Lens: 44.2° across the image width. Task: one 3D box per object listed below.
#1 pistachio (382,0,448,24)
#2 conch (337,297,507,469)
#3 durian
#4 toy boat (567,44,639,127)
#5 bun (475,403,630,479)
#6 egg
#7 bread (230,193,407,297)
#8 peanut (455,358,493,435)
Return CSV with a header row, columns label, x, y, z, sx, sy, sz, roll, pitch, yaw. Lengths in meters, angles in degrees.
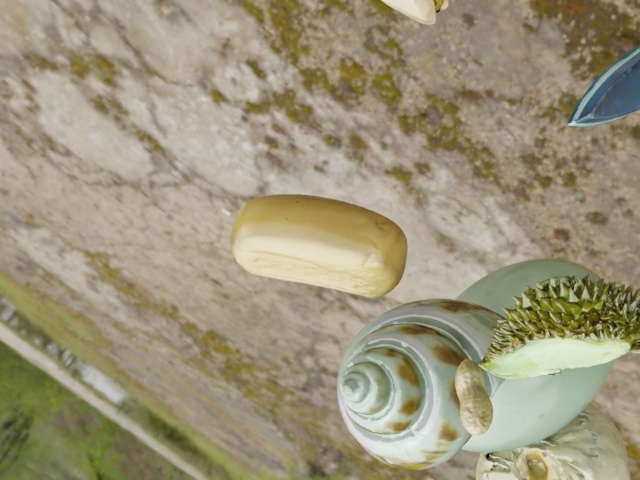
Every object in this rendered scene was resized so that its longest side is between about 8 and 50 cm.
label,x,y,z,sx,sy,sz,roll,pitch,yaw
pistachio,0.209,-0.622,1.912,0.229,0.157,0.157,39,155,-12
conch,0.137,0.178,1.033,0.197,0.249,0.368,53,-163,0
durian,0.265,0.079,0.802,0.221,0.137,0.095,-14,96,53
toy boat,0.547,-0.274,1.321,0.096,0.299,0.062,57,180,-11
bun,0.394,0.411,1.386,0.287,0.287,0.146,3,158,47
egg,0.330,0.194,1.335,0.276,0.389,0.276,52,178,3
bread,0.000,0.000,0.972,0.217,0.098,0.147,13,154,3
peanut,0.159,0.164,0.828,0.037,0.083,0.037,-7,146,-5
